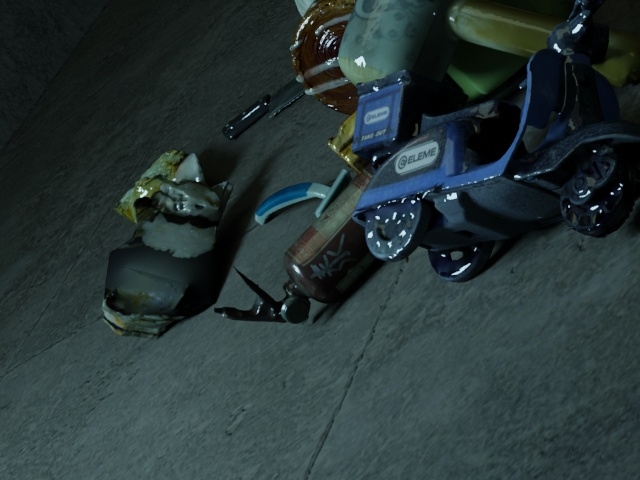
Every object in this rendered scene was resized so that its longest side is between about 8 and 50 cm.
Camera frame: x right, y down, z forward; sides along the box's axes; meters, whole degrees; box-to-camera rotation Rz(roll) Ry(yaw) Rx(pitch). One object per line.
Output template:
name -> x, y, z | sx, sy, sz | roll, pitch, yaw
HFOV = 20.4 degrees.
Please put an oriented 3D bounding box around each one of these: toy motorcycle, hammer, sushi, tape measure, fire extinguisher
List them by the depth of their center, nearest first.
toy motorcycle -> 0.157, -0.086, 1.555 | 0.358, 0.125, 0.213 | -14, 64, 51
hammer -> 0.173, -0.202, 1.703 | 0.305, 0.113, 0.202 | 21, 91, 29
fire extinguisher -> 0.002, 0.001, 1.813 | 0.252, 0.106, 0.075 | -46, 6, 3
tape measure -> 0.185, -0.211, 1.860 | 0.200, 0.106, 0.175 | -38, 6, 19
sushi -> -0.192, 0.013, 2.228 | 0.273, 0.134, 0.109 | -83, 8, -47

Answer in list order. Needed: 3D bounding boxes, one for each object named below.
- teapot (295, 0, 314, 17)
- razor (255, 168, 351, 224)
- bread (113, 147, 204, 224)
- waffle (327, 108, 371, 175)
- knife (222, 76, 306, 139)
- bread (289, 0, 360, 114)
teapot -> 0.087, -0.339, 2.221 | 0.221, 0.163, 0.178 | -45, -15, 17
razor -> -0.034, -0.047, 2.106 | 0.068, 0.037, 0.191 | -56, 20, -23
bread -> -0.222, -0.066, 2.506 | 0.128, 0.088, 0.232 | -39, 11, -7
waffle -> 0.070, -0.108, 1.868 | 0.102, 0.042, 0.148 | -44, -20, 3
knife -> -0.052, -0.204, 2.511 | 0.245, 0.019, 0.072 | -34, 23, 28
bread -> 0.048, -0.228, 2.115 | 0.160, 0.160, 0.073 | -38, 10, 25
